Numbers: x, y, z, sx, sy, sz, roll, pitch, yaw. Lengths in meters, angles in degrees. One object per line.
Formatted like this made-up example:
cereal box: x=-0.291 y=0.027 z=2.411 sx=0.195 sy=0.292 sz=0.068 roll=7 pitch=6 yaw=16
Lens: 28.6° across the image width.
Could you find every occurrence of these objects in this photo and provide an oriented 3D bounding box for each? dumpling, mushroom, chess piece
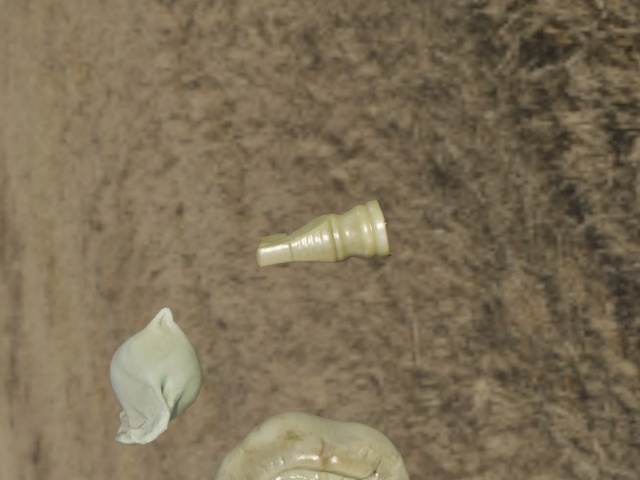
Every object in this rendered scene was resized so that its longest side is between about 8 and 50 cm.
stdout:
dumpling: x=-0.232 y=0.197 z=1.687 sx=0.151 sy=0.124 sz=0.229 roll=-53 pitch=20 yaw=25
mushroom: x=-0.009 y=0.354 z=1.658 sx=0.254 sy=0.260 sz=0.234 roll=59 pitch=-169 yaw=-26
chess piece: x=0.000 y=0.000 z=1.896 sx=0.090 sy=0.200 sz=0.090 roll=169 pitch=90 yaw=-87
